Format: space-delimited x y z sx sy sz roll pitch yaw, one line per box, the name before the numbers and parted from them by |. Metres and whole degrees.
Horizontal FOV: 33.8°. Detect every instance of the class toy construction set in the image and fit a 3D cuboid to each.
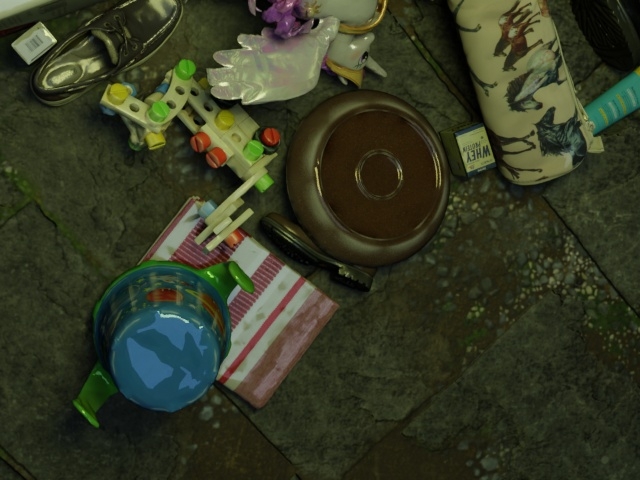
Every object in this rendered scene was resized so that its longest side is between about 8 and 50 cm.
toy construction set | -0.193 -0.148 1.696 0.215 0.151 0.328 -44 107 -40

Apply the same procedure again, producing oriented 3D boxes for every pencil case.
pencil case | 0.336 -0.297 1.749 0.183 0.160 0.410 -19 124 9

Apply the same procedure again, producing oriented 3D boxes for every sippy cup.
sippy cup | -0.250 0.164 1.675 0.240 0.224 0.305 13 97 -11

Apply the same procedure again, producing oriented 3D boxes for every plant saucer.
plant saucer | 0.095 -0.110 1.800 0.310 0.050 0.311 2 85 -22

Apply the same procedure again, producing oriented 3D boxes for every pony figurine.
pony figurine | -0.012 -0.373 1.639 0.351 0.363 0.303 1 54 -20

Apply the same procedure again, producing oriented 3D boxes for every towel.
towel | -0.162 0.108 1.815 0.329 0.037 0.237 38 90 -13

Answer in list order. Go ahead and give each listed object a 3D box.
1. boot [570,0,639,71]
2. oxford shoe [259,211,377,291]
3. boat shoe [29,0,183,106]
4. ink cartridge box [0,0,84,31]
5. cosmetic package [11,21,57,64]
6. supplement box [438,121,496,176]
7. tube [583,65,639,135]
boot | 0.566 -0.502 1.853 0.260 0.131 0.348 -28 102 -8
oxford shoe | 0.000 0.000 1.823 0.227 0.083 0.096 28 75 -17
boat shoe | -0.340 -0.312 1.686 0.285 0.092 0.103 -33 103 -7
ink cartridge box | -0.355 -0.443 1.572 0.384 0.279 0.160 -22 100 -10
cosmetic package | -0.448 -0.307 1.650 0.060 0.115 0.041 -40 105 -4
supplement box | 0.258 -0.161 1.850 0.056 0.083 0.083 -22 102 -10
tube | 0.558 -0.262 1.930 0.207 0.052 0.080 -34 114 -13
